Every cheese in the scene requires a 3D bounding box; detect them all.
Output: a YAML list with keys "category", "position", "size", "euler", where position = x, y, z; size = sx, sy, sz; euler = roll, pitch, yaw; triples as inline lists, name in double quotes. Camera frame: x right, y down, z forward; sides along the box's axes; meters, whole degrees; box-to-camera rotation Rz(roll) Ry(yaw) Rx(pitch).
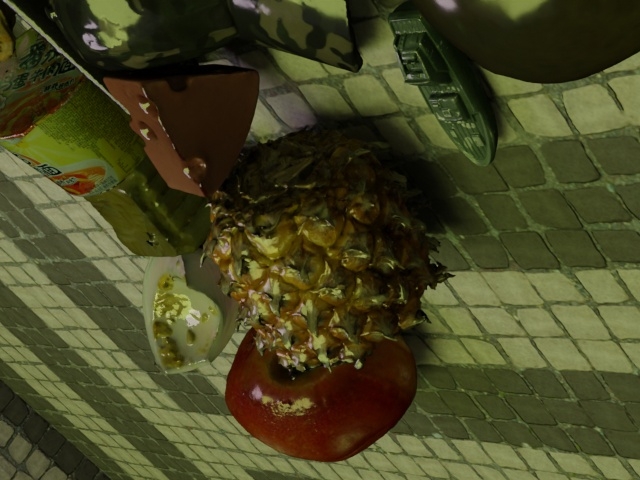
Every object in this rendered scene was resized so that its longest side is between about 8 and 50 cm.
- category: "cheese"
  position: [-0.190, -0.153, 1.708]
  size: [0.128, 0.203, 0.177]
  euler: [15, 112, 48]

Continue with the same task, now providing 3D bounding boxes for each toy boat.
- category: "toy boat"
  position: [0.162, -0.190, 1.541]
  size: [0.078, 0.085, 0.260]
  euler: [4, 140, 41]

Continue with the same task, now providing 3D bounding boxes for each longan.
- category: "longan"
  position: [0.219, -0.300, 1.122]
  size: [0.319, 0.319, 0.319]
  euler: [25, 150, 15]

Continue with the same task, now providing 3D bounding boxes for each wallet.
- category: "wallet"
  position: [-0.326, -0.316, 1.757]
  size: [0.321, 0.170, 0.044]
  euler: [41, 135, -15]

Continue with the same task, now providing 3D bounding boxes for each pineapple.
- category: "pineapple"
  position: [0.001, 0.001, 1.772]
  size: [0.352, 0.352, 0.300]
  euler: [6, 131, 40]

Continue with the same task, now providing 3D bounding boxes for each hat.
- category: "hat"
  position: [-0.152, -0.283, 1.560]
  size: [0.382, 0.257, 0.366]
  euler: [38, 168, 25]

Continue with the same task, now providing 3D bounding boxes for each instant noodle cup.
- category: "instant noodle cup"
  position: [-0.401, -0.209, 1.935]
  size: [0.264, 0.264, 0.200]
  euler: [7, 152, 39]

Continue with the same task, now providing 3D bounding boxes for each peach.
- category: "peach"
  position: [0.003, 0.251, 2.175]
  size: [0.290, 0.373, 0.372]
  euler: [58, 161, 25]

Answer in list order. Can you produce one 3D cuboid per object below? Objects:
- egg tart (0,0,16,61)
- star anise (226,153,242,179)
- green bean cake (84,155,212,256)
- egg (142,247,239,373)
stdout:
- category: "egg tart"
  position: [-0.545, -0.420, 1.808]
  size: [0.341, 0.129, 0.341]
  euler: [46, 162, 19]
- category: "star anise"
  position: [-0.129, -0.094, 1.975]
  size: [0.182, 0.065, 0.195]
  euler: [40, 174, 46]
- category: "green bean cake"
  position: [-0.330, -0.078, 2.173]
  size: [0.233, 0.124, 0.236]
  euler: [3, 140, 43]
- category: "egg"
  position: [-0.241, 0.113, 2.346]
  size: [0.206, 0.162, 0.271]
  euler: [48, 133, 48]
